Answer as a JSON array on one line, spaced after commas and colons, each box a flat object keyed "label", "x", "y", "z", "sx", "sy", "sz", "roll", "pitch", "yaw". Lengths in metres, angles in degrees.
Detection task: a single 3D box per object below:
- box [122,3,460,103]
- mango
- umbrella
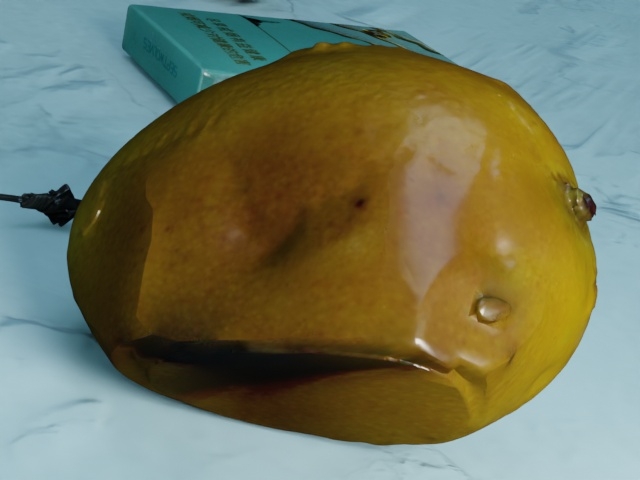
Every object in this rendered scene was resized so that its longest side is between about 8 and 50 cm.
[{"label": "box", "x": -0.007, "y": -0.119, "z": 1.151, "sx": 0.229, "sy": 0.041, "sz": 0.162, "roll": 2, "pitch": 22, "yaw": -26}, {"label": "mango", "x": 0.000, "y": 0.000, "z": 0.672, "sx": 0.236, "sy": 0.166, "sz": 0.136, "roll": 0, "pitch": -32, "yaw": 28}, {"label": "umbrella", "x": -0.109, "y": -0.017, "z": 0.837, "sx": 0.148, "sy": 0.022, "sz": 0.022, "roll": -1, "pitch": 49, "yaw": -32}]
